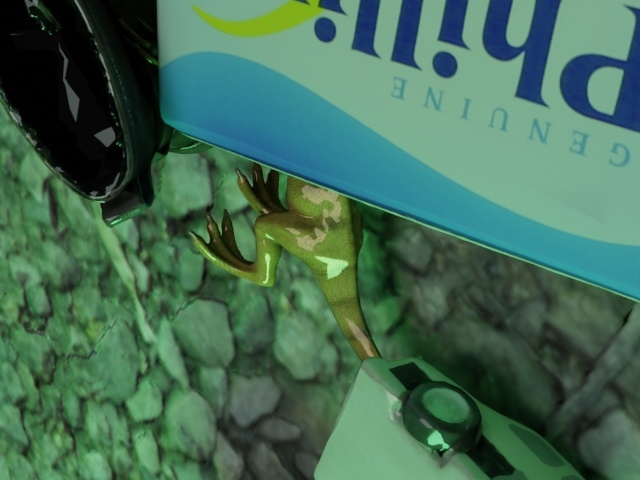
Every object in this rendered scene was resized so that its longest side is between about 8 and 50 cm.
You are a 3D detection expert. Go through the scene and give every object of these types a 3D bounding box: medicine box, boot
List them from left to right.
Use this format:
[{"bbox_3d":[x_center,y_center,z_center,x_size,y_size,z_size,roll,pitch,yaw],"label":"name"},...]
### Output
[{"bbox_3d":[-0.117,-0.134,0.807,0.091,0.229,0.263,-31,89,12],"label":"boot"},{"bbox_3d":[0.078,-0.158,0.656,0.263,0.149,0.289,21,120,39],"label":"medicine box"}]

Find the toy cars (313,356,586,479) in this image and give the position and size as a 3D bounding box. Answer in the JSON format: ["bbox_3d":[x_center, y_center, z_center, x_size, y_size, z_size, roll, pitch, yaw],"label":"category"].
[{"bbox_3d":[0.155,0.132,0.749,0.394,0.087,0.176,-1,100,49],"label":"toy cars"}]

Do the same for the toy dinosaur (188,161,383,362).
[{"bbox_3d":[0.000,0.000,0.865,0.112,0.064,0.211,1,107,44],"label":"toy dinosaur"}]
